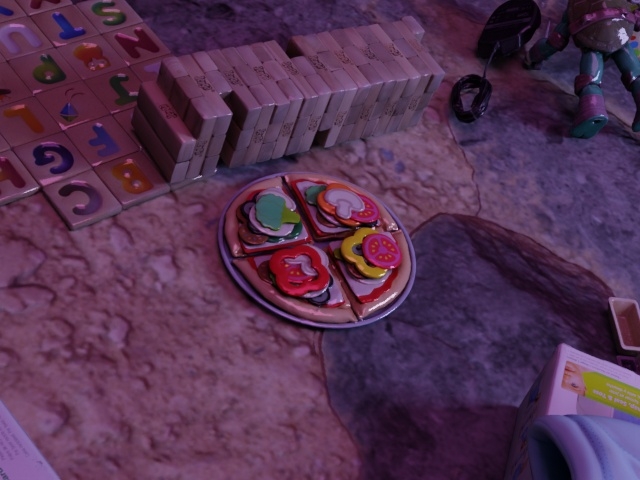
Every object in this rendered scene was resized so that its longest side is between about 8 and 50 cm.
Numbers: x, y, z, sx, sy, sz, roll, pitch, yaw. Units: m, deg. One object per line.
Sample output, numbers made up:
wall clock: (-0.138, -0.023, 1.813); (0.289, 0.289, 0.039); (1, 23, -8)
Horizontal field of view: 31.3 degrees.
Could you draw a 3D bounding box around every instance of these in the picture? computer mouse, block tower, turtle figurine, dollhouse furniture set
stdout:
computer mouse: (0.214, -0.213, 1.374); (0.071, 0.041, 0.242); (-2, 42, 35)
block tower: (-0.022, -0.153, 1.202); (0.335, 0.091, 0.097); (-18, 60, -32)
turtle figurine: (0.331, -0.242, 1.372); (0.175, 0.118, 0.234); (-14, 67, 11)
dollhouse furniture set: (0.296, 0.086, 1.108); (0.091, 0.081, 0.114); (7, 48, -12)

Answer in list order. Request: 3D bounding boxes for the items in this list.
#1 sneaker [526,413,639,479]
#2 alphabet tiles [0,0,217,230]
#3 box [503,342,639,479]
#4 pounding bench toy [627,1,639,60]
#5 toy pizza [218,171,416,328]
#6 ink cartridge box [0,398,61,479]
sneaker: (0.169, 0.268, 0.753); (0.150, 0.135, 0.366); (16, 41, 3)
alphabet tiles: (-0.272, -0.157, 1.189); (0.285, 0.011, 0.342); (-24, 60, -34)
box: (0.219, 0.208, 0.960); (0.114, 0.103, 0.203); (22, 47, 3)
pounding bench toy: (0.391, -0.263, 1.468); (0.083, 0.065, 0.052); (-12, 48, 12)
toy pizza: (0.000, 0.000, 1.123); (0.201, 0.032, 0.201); (9, 48, -10)
ink cartridge box: (-0.398, 0.171, 0.819); (0.330, 0.071, 0.324); (-29, 64, -32)
